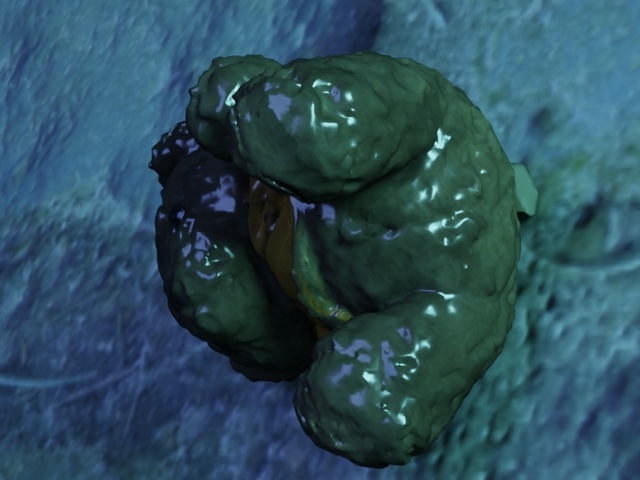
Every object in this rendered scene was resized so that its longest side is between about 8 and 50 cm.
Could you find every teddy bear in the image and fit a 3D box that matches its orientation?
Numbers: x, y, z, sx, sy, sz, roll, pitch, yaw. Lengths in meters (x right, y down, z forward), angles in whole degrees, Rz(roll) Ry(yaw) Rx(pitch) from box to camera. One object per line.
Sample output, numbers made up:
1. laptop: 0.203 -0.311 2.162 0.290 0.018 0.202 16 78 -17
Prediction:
1. teddy bear: 0.000 0.000 0.827 0.140 0.177 0.190 -29 14 -38
